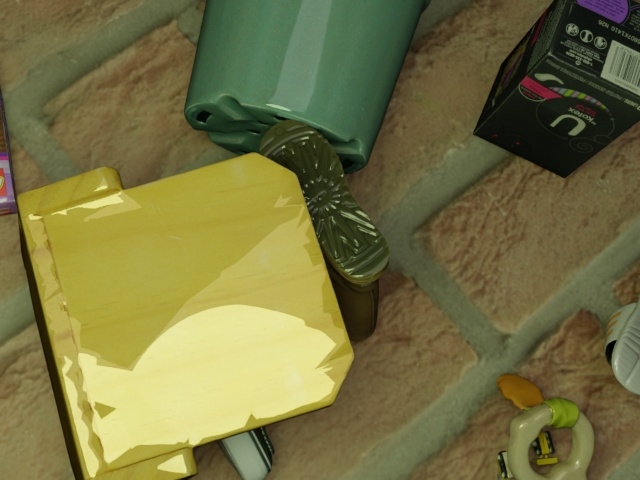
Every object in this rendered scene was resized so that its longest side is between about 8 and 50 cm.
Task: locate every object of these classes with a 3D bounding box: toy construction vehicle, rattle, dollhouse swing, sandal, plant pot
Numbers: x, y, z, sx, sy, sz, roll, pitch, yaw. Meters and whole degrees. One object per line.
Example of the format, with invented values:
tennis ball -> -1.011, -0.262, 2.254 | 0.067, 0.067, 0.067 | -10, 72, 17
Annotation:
toy construction vehicle -> 0.284, 0.317, 1.334 | 0.085, 0.035, 0.098 | -6, 67, -16
rattle -> 0.291, 0.298, 1.310 | 0.130, 0.142, 0.200 | -31, 112, -31
dollhouse swing -> -0.168, 0.103, 1.154 | 0.304, 0.315, 0.347 | -14, 77, -19
sandal -> 0.466, 0.131, 1.415 | 0.102, 0.076, 0.265 | 49, 48, -10
plant pot -> -0.020, -0.285, 1.312 | 0.341, 0.341, 0.334 | 17, 79, -7

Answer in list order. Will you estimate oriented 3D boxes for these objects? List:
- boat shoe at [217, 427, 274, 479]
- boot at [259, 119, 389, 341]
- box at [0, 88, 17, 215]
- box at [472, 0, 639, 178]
boat shoe -> -0.120, 0.142, 1.249 | 0.119, 0.121, 0.335 | -21, 77, -15
boot -> 0.000, 0.000, 1.245 | 0.089, 0.269, 0.236 | -27, 73, -10
box -> -0.557, -0.116, 1.266 | 0.293, 0.057, 0.201 | -9, 76, -15
box -> 0.355, -0.223, 1.386 | 0.165, 0.270, 0.143 | 25, 70, -4
